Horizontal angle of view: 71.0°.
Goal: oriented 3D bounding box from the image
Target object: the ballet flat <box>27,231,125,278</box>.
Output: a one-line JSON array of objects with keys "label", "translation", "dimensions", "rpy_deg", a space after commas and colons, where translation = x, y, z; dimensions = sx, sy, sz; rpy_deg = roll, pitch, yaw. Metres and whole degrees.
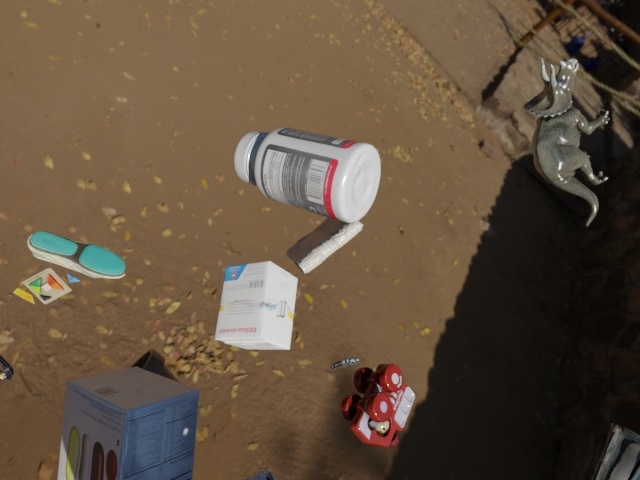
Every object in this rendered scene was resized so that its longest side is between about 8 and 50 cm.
[{"label": "ballet flat", "translation": [-0.422, 0.031, 0.787], "dimensions": [0.168, 0.052, 0.057], "rpy_deg": [24, 48, -9]}]

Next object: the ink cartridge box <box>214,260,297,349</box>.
[{"label": "ink cartridge box", "translation": [-0.191, 0.206, 1.372], "dimensions": [0.168, 0.171, 0.232], "rpy_deg": [40, 49, -53]}]

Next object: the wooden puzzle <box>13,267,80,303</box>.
[{"label": "wooden puzzle", "translation": [-0.582, 0.100, 0.955], "dimensions": [0.078, 0.116, 0.014], "rpy_deg": [53, 5, -33]}]

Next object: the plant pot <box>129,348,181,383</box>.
[{"label": "plant pot", "translation": [-0.538, 0.520, 1.448], "dimensions": [0.229, 0.263, 0.263], "rpy_deg": [41, 43, -15]}]

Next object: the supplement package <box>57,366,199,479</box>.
[{"label": "supplement package", "translation": [-0.341, 0.356, 0.796], "dimensions": [0.149, 0.194, 0.202], "rpy_deg": [5, 89, -55]}]

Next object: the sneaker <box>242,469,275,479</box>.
[{"label": "sneaker", "translation": [-0.158, 0.619, 0.907], "dimensions": [0.210, 0.138, 0.366], "rpy_deg": [64, 7, 16]}]

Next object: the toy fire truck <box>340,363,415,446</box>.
[{"label": "toy fire truck", "translation": [0.233, 0.614, 1.650], "dimensions": [0.254, 0.169, 0.302], "rpy_deg": [50, 46, -16]}]

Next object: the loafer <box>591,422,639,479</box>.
[{"label": "loafer", "translation": [0.499, 0.457, 0.817], "dimensions": [0.267, 0.096, 0.084], "rpy_deg": [-45, 59, -9]}]

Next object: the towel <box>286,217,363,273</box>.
[{"label": "towel", "translation": [0.000, 0.000, 1.184], "dimensions": [0.187, 0.282, 0.049], "rpy_deg": [-39, 100, -6]}]

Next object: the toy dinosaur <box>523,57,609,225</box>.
[{"label": "toy dinosaur", "translation": [0.476, -0.184, 0.888], "dimensions": [0.161, 0.121, 0.313], "rpy_deg": [2, 90, -14]}]

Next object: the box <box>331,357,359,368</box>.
[{"label": "box", "translation": [0.089, 0.448, 1.632], "dimensions": [0.067, 0.083, 0.018], "rpy_deg": [6, 61, -39]}]

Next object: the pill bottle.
[{"label": "pill bottle", "translation": [-0.039, -0.162, 1.029], "dimensions": [0.319, 0.176, 0.176], "rpy_deg": [19, 33, 29]}]

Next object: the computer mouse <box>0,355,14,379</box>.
[{"label": "computer mouse", "translation": [-0.704, 0.211, 0.852], "dimensions": [0.242, 0.071, 0.041], "rpy_deg": [43, 23, -29]}]

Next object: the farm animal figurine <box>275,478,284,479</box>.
[{"label": "farm animal figurine", "translation": [-0.138, 0.886, 1.254], "dimensions": [0.326, 0.172, 0.330], "rpy_deg": [-49, 130, -31]}]
